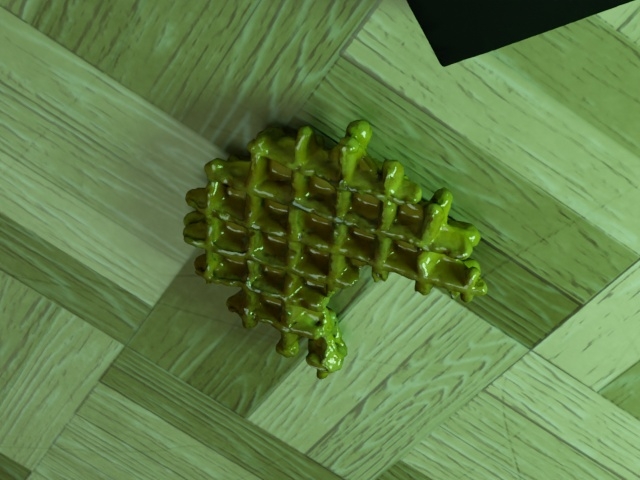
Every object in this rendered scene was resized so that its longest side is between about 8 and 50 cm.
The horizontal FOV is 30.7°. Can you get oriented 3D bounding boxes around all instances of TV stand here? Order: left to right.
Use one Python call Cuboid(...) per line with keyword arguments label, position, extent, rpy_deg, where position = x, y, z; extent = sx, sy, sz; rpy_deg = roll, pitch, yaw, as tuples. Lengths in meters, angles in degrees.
Cuboid(label="TV stand", position=(0.196, -0.220, 0.849), extent=(0.270, 0.082, 0.088), rpy_deg=(-17, 120, 30))

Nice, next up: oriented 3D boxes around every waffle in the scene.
Cuboid(label="waffle", position=(0.000, 0.000, 1.120), extent=(0.260, 0.069, 0.293), rpy_deg=(46, 132, -16))
